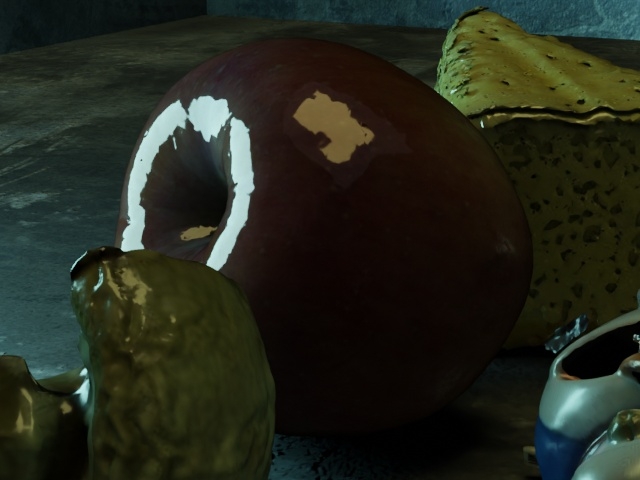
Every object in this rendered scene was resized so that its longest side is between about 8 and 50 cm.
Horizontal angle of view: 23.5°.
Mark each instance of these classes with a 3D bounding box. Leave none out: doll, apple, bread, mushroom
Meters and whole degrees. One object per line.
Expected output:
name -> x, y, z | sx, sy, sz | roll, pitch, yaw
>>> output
doll -> 0.181, 0.127, 0.831 | 0.215, 0.161, 0.257 | -24, 11, 21
apple -> 0.000, 0.000, 1.089 | 0.235, 0.305, 0.306 | 17, 2, -36
bread -> 0.210, -0.054, 1.302 | 0.279, 0.248, 0.315 | 6, 30, 12
mushroom -> -0.124, 0.135, 0.842 | 0.267, 0.164, 0.189 | -32, -23, 22

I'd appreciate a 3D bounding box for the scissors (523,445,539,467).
scissors -> 0.214, 0.151, 0.974 | 0.176, 0.022, 0.085 | 8, 25, 23
